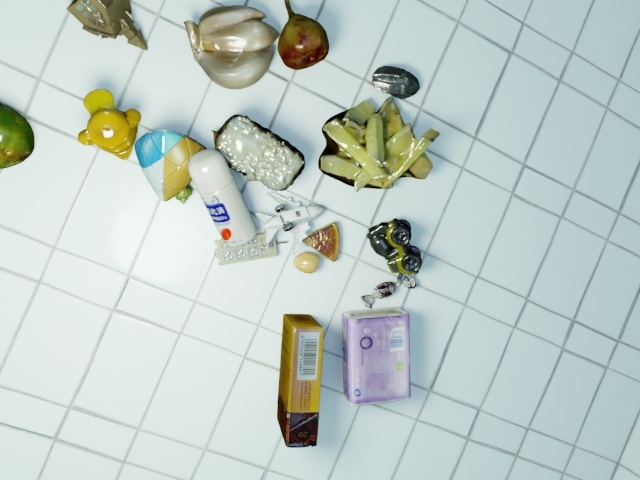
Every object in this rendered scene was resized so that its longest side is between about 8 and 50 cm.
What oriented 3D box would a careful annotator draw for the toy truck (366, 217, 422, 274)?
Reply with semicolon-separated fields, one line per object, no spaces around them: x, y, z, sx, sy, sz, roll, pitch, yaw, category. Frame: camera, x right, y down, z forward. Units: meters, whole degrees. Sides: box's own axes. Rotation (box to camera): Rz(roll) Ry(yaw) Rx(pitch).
0.282;0.032;1.966;0.165;0.147;0.224;-21;102;14;toy truck

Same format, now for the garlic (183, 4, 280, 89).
-0.295;-0.663;1.785;0.325;0.132;0.279;-3;103;-7;garlic

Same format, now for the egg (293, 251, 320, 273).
-0.052;0.080;1.915;0.096;0.080;0.080;17;90;-4;egg

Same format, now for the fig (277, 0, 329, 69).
-0.058;-0.742;1.815;0.191;0.190;0.290;7;76;-13;fig

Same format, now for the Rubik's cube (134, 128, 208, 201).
-0.535;-0.252;1.744;0.254;0.254;0.254;-1;94;-12;Rubik's cube

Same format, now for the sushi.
-0.224;-0.303;1.803;0.343;0.182;0.196;30;92;-12;sushi

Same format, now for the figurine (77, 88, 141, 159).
-0.670;-0.361;1.670;0.215;0.228;0.215;1;72;-2;figurine

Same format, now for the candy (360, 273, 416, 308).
0.261;0.193;2.006;0.226;0.051;0.094;-22;105;-8;candy

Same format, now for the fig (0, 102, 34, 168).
-1.015;-0.350;1.640;0.195;0.195;0.245;-18;63;-11;fig

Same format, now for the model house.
-0.675;-0.709;1.703;0.176;0.181;0.248;-21;133;28;model house

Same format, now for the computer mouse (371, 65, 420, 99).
0.288;-0.593;1.949;0.192;0.062;0.105;9;92;-14;computer mouse

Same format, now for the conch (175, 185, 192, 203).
-0.494;-0.178;1.800;0.089;0.074;0.121;-13;75;-33;conch

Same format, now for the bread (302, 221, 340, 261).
0.021;-0.012;1.937;0.154;0.054;0.136;32;88;-18;bread

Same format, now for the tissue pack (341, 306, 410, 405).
0.206;0.433;1.956;0.242;0.160;0.338;-2;96;-11;tissue pack

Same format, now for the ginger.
0.206;-0.357;1.877;0.413;0.211;0.358;-3;93;-12;ginger

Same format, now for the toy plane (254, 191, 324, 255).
-0.097;-0.080;1.872;0.255;0.101;0.251;-18;77;-19;toy plane

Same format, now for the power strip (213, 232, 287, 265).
-0.252;0.026;1.889;0.268;0.034;0.092;-9;96;-12;power strip

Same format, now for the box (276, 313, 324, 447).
-0.077;0.486;1.848;0.116;0.264;0.415;3;91;-13;box

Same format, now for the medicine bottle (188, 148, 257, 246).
-0.331;-0.148;1.748;0.130;0.130;0.341;-26;123;-9;medicine bottle
